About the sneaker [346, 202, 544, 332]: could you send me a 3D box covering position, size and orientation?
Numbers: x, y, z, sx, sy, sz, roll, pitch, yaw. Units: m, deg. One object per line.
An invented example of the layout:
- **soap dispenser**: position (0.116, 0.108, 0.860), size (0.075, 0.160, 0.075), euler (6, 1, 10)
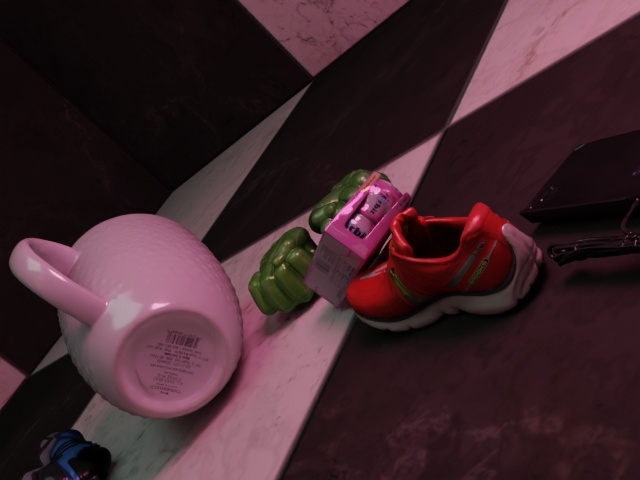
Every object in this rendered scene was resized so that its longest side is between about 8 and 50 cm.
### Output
- **sneaker**: position (0.110, 0.018, 0.847), size (0.279, 0.118, 0.107), euler (-23, 29, 54)

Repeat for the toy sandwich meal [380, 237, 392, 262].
- **toy sandwich meal**: position (0.115, 0.009, 1.010), size (0.085, 0.029, 0.085), euler (-42, 17, 16)

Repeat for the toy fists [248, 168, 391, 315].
- **toy fists**: position (0.000, 0.000, 1.199), size (0.279, 0.096, 0.142), euler (-42, 18, 10)

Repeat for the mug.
- **mug**: position (-0.297, 0.104, 1.213), size (0.276, 0.374, 0.328), euler (-57, 26, 2)

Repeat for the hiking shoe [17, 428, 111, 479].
- **hiking shoe**: position (-0.417, 0.394, 1.351), size (0.132, 0.113, 0.304), euler (-18, 8, -7)

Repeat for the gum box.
- **gum box**: position (0.045, 0.001, 1.013), size (0.107, 0.062, 0.188), euler (-51, -7, -24)

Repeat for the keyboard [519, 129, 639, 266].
- **keyboard**: position (0.294, -0.042, 0.692), size (0.201, 0.033, 0.317), euler (-46, 15, -20)
